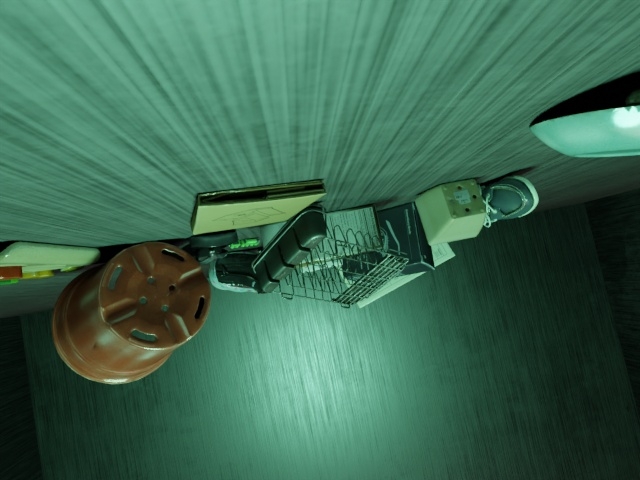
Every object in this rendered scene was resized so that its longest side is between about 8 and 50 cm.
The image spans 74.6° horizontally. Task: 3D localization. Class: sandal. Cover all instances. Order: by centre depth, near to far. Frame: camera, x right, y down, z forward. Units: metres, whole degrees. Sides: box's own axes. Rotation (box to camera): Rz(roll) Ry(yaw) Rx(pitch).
[{"bbox_3d":[-0.237,0.024,0.907,0.097,0.054,0.254,-10,175,-25],"label":"sandal"}]

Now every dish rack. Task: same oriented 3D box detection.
[{"bbox_3d":[0.028,0.048,0.822,0.272,0.074,0.208,15,135,-35],"label":"dish rack"}]

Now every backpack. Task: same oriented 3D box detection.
[{"bbox_3d":[-0.258,0.103,1.328,0.182,0.152,0.115,5,159,-29],"label":"backpack"}]

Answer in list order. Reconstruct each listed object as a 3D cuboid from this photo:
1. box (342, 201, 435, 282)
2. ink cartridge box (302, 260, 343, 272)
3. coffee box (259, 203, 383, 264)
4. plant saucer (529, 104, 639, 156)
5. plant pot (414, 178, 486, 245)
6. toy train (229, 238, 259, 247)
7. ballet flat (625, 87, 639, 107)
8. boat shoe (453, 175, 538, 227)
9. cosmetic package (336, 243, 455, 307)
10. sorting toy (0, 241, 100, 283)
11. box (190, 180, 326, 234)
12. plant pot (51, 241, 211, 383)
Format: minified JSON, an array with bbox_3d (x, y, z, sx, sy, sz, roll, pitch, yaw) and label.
[{"bbox_3d":[0.163,0.013,1.048,0.207,0.153,0.108,-13,161,28],"label":"box"},{"bbox_3d":[0.012,0.023,1.191,0.151,0.109,0.063,-12,178,7],"label":"ink cartridge box"},{"bbox_3d":[0.000,0.000,0.931,0.247,0.098,0.141,-11,175,-5],"label":"coffee box"},{"bbox_3d":[0.335,-0.113,0.457,0.195,0.037,0.195,-2,-173,0],"label":"plant saucer"},{"bbox_3d":[0.266,-0.063,0.834,0.109,0.109,0.096,-11,164,-8],"label":"plant pot"},{"bbox_3d":[-0.189,0.005,1.053,0.083,0.017,0.024,-8,164,-38],"label":"toy train"},{"bbox_3d":[0.400,-0.157,0.419,0.173,0.049,0.057,-6,-170,10],"label":"ballet flat"},{"bbox_3d":[0.367,-0.082,0.922,0.079,0.095,0.254,-22,-174,-9],"label":"boat shoe"},{"bbox_3d":[0.215,0.054,1.240,0.309,0.160,0.113,-30,172,10],"label":"cosmetic package"},{"bbox_3d":[-0.495,0.053,0.690,0.229,0.041,0.307,-12,176,2],"label":"sorting toy"},{"bbox_3d":[-0.102,-0.044,0.615,0.164,0.021,0.201,-10,176,-21],"label":"box"},{"bbox_3d":[-0.366,0.137,0.849,0.272,0.272,0.265,-8,166,-42],"label":"plant pot"}]
